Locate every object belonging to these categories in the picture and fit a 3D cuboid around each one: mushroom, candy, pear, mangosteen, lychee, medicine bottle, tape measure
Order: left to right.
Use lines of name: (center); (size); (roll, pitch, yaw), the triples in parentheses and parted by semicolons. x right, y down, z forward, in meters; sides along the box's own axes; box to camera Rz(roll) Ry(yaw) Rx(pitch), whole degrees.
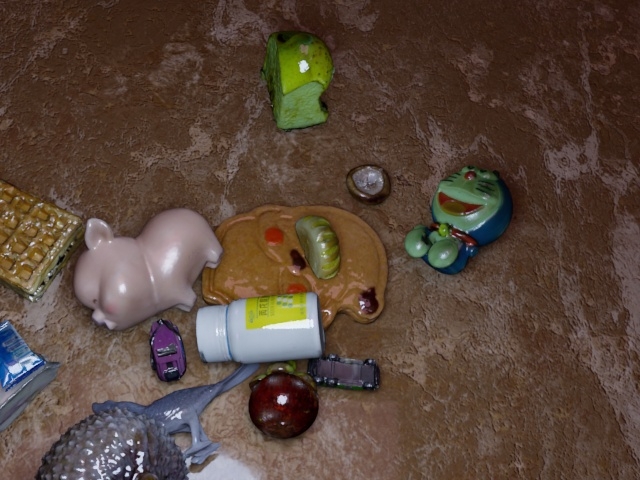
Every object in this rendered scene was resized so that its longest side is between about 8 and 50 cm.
candy: (-0.652, 0.276, 1.507); (0.184, 0.137, 0.195); (36, 63, 9)
candy: (-0.605, 0.220, 1.445); (0.136, 0.038, 0.088); (40, 62, 21)
lychee: (-0.385, 0.458, 1.384); (0.299, 0.300, 0.300); (4, 62, -8)
tape measure: (-0.328, 0.232, 1.596); (0.074, 0.125, 0.118); (-10, 33, -13)
medicine bottle: (-0.125, 0.190, 1.595); (0.257, 0.143, 0.144); (-7, 63, 4)
mangosteen: (-0.078, 0.322, 1.584); (0.155, 0.146, 0.182); (9, 64, 0)
pear: (-0.055, -0.452, 1.939); (0.163, 0.255, 0.238); (-8, 59, -13)
mushroom: (0.122, -0.142, 1.921); (0.123, 0.052, 0.123); (4, 55, -6)

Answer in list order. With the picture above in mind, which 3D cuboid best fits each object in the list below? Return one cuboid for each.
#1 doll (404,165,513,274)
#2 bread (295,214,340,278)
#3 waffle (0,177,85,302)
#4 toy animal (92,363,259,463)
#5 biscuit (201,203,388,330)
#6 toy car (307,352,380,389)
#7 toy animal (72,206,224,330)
doll: (0.349, -0.050, 1.845); (0.198, 0.186, 0.322); (31, 76, 41)
bread: (0.000, 0.000, 1.729); (0.082, 0.094, 0.157); (-19, 59, -15)
waffle: (-0.714, -0.020, 1.677); (0.307, 0.091, 0.213); (26, 61, 4)
toy animal: (-0.275, 0.363, 1.556); (0.366, 0.081, 0.206); (-15, 48, -15)
biscuit: (-0.061, 0.064, 1.774); (0.454, 0.078, 0.350); (-13, 62, -17)
toy car: (0.050, 0.297, 1.670); (0.165, 0.062, 0.071); (7, 62, -7)
toy animal: (-0.376, 0.055, 1.628); (0.269, 0.237, 0.326); (31, 64, 1)
